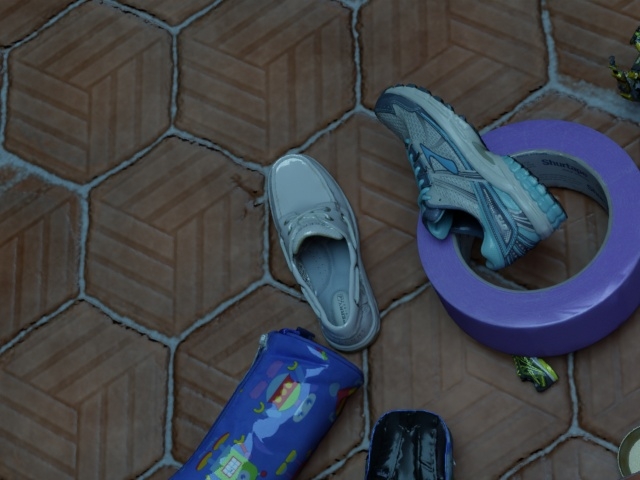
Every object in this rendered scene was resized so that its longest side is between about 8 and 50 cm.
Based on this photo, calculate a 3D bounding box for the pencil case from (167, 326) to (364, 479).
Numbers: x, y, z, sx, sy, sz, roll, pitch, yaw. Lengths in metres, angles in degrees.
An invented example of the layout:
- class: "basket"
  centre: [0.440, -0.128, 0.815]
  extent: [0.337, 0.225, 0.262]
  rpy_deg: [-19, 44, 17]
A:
- class: "pencil case"
  centre: [-0.079, 0.240, 1.914]
  extent: [0.133, 0.119, 0.306]
  rpy_deg: [35, 81, -1]

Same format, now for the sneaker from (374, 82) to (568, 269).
- class: "sneaker"
  centre: [0.146, -0.075, 1.876]
  extent: [0.122, 0.110, 0.283]
  rpy_deg: [-46, 58, -4]

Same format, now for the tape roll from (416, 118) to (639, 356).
- class: "tape roll"
  centre: [0.257, -0.004, 1.914]
  extent: [0.275, 0.090, 0.275]
  rpy_deg: [-8, 62, 15]

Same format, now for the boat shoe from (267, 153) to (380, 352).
- class: "boat shoe"
  centre: [0.000, 0.000, 1.996]
  extent: [0.098, 0.096, 0.277]
  rpy_deg: [-25, 66, 5]

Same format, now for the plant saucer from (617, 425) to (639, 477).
- class: "plant saucer"
  centre: [0.382, 0.250, 1.849]
  extent: [0.083, 0.015, 0.083]
  rpy_deg: [-5, 69, 12]

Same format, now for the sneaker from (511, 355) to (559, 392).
- class: "sneaker"
  centre: [0.241, 0.146, 1.915]
  extent: [0.083, 0.031, 0.035]
  rpy_deg: [39, 84, 23]

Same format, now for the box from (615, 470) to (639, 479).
- class: "box"
  centre: [0.313, 0.453, 1.709]
  extent: [0.215, 0.168, 0.345]
  rpy_deg: [-23, 66, 6]

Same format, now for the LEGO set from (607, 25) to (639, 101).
- class: "LEGO set"
  centre: [0.437, -0.145, 1.836]
  extent: [0.255, 0.331, 0.192]
  rpy_deg: [29, 81, 1]

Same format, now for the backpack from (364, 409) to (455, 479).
- class: "backpack"
  centre: [0.105, 0.256, 1.881]
  extent: [0.105, 0.084, 0.114]
  rpy_deg: [2, 76, 15]
